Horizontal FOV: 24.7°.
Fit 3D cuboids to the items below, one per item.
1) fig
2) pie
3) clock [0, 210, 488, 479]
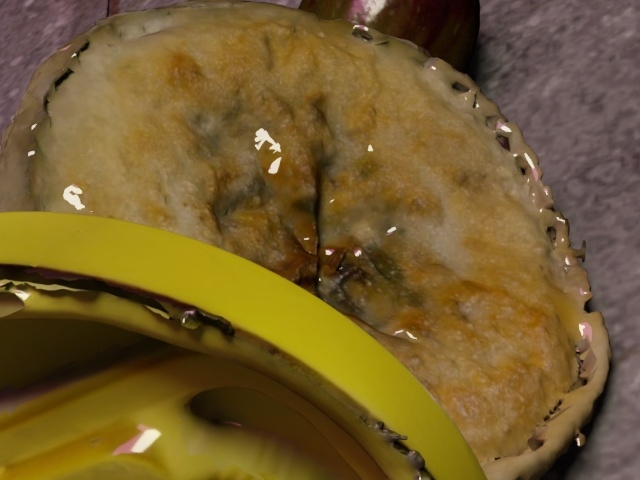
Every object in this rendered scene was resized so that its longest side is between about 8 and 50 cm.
[{"bbox_3d":[0.029,-0.096,0.797,0.103,0.109,0.154,15,84,18],"label":"fig"},{"bbox_3d":[0.000,0.000,0.614,0.055,0.274,0.274,124,163,-46],"label":"pie"},{"bbox_3d":[-0.075,0.112,0.505,0.293,0.277,0.071,-14,27,23],"label":"clock"}]
